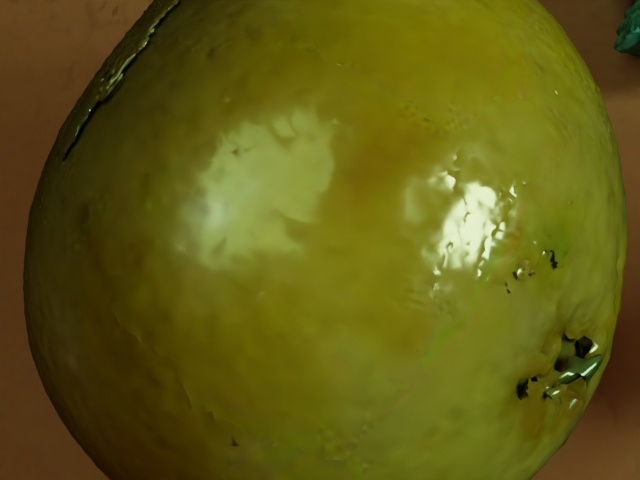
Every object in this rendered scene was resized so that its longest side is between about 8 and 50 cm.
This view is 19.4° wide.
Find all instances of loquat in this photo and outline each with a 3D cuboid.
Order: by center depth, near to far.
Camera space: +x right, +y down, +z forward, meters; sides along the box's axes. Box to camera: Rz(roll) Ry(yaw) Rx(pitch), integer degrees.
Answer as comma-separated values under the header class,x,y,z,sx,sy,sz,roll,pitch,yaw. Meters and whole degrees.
class,x,y,z,sx,sy,sz,roll,pitch,yaw
loquat,0.000,0.000,0.768,0.263,0.263,0.263,-9,65,21

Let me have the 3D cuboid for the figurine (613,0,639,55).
class,x,y,z,sx,sy,sz,roll,pitch,yaw
figurine,0.155,-0.121,0.878,0.060,0.047,0.106,-33,59,52
